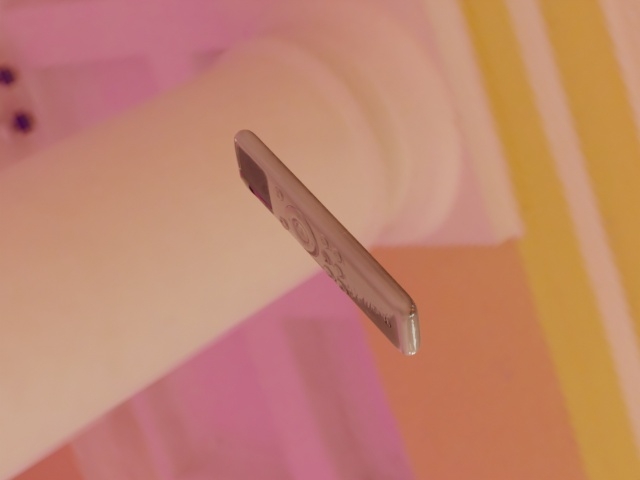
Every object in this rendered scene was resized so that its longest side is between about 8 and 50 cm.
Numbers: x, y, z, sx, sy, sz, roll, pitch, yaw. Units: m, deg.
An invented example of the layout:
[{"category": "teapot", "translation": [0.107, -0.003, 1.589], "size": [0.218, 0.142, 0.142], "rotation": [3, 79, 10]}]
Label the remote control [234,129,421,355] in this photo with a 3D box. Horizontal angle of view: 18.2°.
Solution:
[{"category": "remote control", "translation": [0.000, 0.000, 1.690], "size": [0.261, 0.029, 0.067], "rotation": [47, -22, 35]}]
